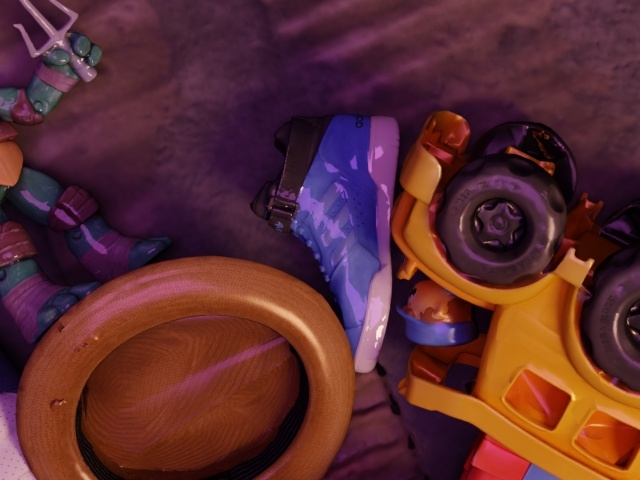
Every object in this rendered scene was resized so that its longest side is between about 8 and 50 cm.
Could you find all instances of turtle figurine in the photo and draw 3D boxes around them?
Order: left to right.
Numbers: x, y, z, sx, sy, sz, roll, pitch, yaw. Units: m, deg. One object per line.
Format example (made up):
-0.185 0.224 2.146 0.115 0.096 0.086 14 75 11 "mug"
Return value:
-0.198 -0.059 0.785 0.175 0.118 0.234 -39 91 -35 "turtle figurine"

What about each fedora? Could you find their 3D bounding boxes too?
-0.077 0.083 0.783 0.194 0.079 0.194 -3 113 -8 "fedora"

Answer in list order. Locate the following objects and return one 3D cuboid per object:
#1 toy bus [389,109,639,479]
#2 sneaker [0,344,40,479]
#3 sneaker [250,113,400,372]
0.117 0.057 0.760 0.220 0.149 0.211 30 111 5 "toy bus"
-0.303 0.175 0.780 0.323 0.130 0.236 -42 92 -5 "sneaker"
0.000 0.000 0.794 0.085 0.058 0.152 3 89 -1 "sneaker"
